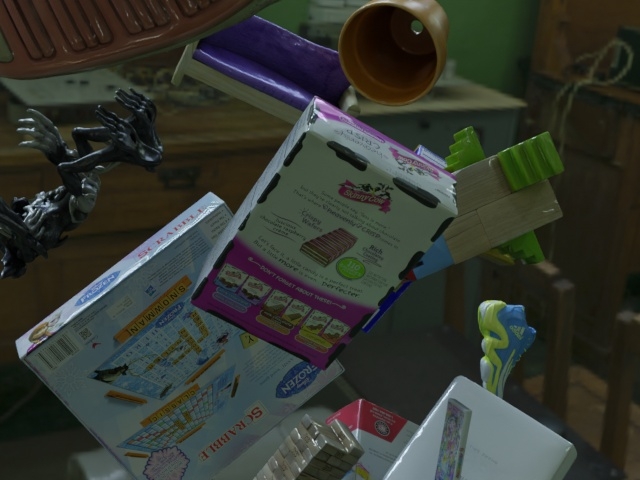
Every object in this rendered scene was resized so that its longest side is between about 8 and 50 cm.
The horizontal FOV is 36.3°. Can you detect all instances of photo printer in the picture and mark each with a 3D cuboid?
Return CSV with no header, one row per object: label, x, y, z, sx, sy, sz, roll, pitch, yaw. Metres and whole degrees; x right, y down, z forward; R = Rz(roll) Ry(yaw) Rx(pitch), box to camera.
photo printer,0.257,0.421,1.692,0.256,0.107,0.307,32,67,23

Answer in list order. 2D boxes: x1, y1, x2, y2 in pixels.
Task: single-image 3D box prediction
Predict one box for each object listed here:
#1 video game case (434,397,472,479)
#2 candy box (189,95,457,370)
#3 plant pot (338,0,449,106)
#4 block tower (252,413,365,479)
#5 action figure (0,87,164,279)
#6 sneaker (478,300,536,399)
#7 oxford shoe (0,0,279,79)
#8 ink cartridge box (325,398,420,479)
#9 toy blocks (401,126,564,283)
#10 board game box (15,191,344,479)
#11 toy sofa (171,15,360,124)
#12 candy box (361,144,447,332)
video game case,0.159,0.258,1.185,0.011,0.122,0.087,10,-1,-6
candy box,0.000,0.000,0.930,0.159,0.233,0.071,29,34,-14
plant pot,0.164,-0.391,1.911,0.205,0.205,0.188,13,34,19
block tower,-0.070,0.462,1.742,0.097,0.335,0.091,34,9,-35
action figure,-0.299,-0.067,1.062,0.275,0.141,0.164,-32,24,24
sneaker,0.417,0.249,2.160,0.126,0.240,0.091,-4,13,5
oxford shoe,-0.078,-0.214,0.757,0.397,0.141,0.146,-23,-8,-5
ink cartridge box,0.113,0.487,1.837,0.226,0.131,0.306,31,47,-24
toy blocks,0.116,-0.011,1.225,0.260,0.191,0.381,-23,0,-12
board game box,-0.176,0.155,1.304,0.318,0.318,0.066,-38,27,-9
toy sofa,-0.096,-0.328,1.911,0.362,0.177,0.150,24,20,-13
candy box,0.147,-0.011,1.956,0.122,0.268,0.317,35,31,-6
